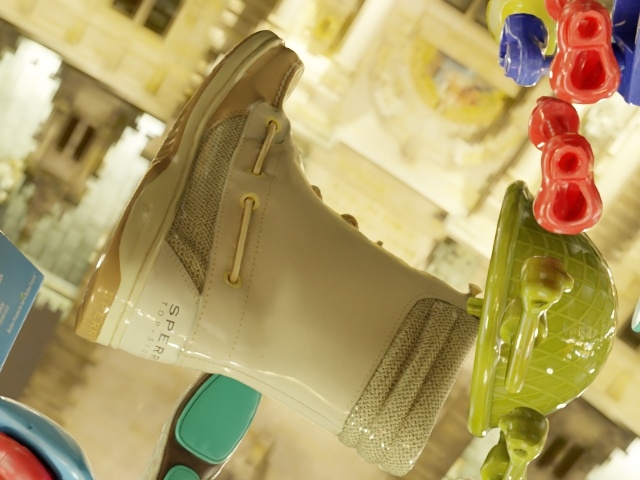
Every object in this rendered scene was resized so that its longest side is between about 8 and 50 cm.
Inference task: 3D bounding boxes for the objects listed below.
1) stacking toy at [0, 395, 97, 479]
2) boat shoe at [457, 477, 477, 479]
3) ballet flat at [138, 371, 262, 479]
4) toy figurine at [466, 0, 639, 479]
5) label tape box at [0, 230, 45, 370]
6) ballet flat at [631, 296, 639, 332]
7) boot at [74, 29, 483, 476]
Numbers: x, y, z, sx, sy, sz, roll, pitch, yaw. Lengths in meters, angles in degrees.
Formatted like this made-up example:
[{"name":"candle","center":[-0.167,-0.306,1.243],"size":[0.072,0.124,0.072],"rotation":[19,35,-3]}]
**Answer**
[{"name":"stacking toy","center":[-0.333,0.287,1.380],"size":[0.175,0.165,0.302],"rotation":[27,-133,38]},{"name":"boat shoe","center":[0.166,0.349,1.340],"size":[0.097,0.324,0.116],"rotation":[12,-148,41]},{"name":"ballet flat","center":[-0.095,0.144,1.066],"size":[0.057,0.052,0.168],"rotation":[43,-117,-28]},{"name":"toy figurine","center":[0.186,-0.055,0.677],"size":[0.217,0.362,0.191],"rotation":[3,-159,-3]},{"name":"label tape box","center":[-0.453,0.018,1.622],"size":[0.333,0.106,0.240],"rotation":[50,-148,-26]},{"name":"ballet flat","center":[0.316,-0.021,1.188],"size":[0.096,0.280,0.095],"rotation":[19,-136,6]},{"name":"boot","center":[0.000,0.000,0.904],"size":[0.203,0.095,0.262],"rotation":[26,-141,-2]}]
